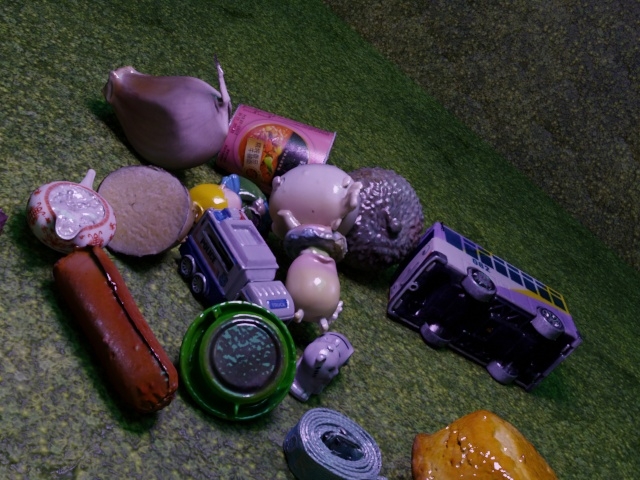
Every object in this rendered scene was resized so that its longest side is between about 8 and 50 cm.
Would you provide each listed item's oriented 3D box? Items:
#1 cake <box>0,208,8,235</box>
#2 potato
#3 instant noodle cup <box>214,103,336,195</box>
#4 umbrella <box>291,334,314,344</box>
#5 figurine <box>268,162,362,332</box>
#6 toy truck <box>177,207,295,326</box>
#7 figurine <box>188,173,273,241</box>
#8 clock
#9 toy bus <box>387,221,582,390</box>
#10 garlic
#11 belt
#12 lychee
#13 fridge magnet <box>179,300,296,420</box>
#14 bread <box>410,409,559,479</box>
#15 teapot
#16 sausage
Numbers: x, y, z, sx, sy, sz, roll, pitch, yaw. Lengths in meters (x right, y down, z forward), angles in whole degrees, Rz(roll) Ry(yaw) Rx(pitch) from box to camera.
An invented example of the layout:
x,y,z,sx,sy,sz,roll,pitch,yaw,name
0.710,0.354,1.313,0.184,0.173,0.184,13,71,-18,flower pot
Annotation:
x,y,z,sx,sy,sz,roll,pitch,yaw,name
-0.563,0.053,1.137,0.113,0.116,0.295,39,32,-3,cake
-0.333,-0.049,1.511,0.202,0.182,0.117,10,-9,16,potato
-0.116,-0.211,1.897,0.255,0.243,0.244,23,31,-5,instant noodle cup
-0.021,0.210,1.568,0.149,0.022,0.022,19,60,-27,umbrella
0.000,0.000,1.589,0.227,0.274,0.394,22,51,-21,figurine
-0.154,0.074,1.485,0.124,0.155,0.268,-1,46,-47,toy truck
-0.200,-0.052,1.674,0.185,0.127,0.234,53,20,-2,figurine
0.011,0.224,1.482,0.080,0.117,0.176,41,29,8,clock
0.390,0.151,1.888,0.440,0.209,0.249,29,29,-14,toy bus
-0.297,-0.292,1.749,0.340,0.245,0.231,0,15,31,garlic
0.024,0.366,1.331,0.163,0.082,0.147,15,40,-31,belt
0.119,-0.052,1.868,0.255,0.255,0.274,22,-7,-24,lychee
-0.139,0.205,1.323,0.208,0.088,0.207,6,72,-19,fridge magnet
0.312,0.457,1.319,0.336,0.204,0.358,51,8,-13,bread
-0.452,-0.048,1.401,0.159,0.116,0.245,11,39,-17,teapot
-0.336,0.144,1.259,0.102,0.102,0.330,-5,49,-49,sausage
